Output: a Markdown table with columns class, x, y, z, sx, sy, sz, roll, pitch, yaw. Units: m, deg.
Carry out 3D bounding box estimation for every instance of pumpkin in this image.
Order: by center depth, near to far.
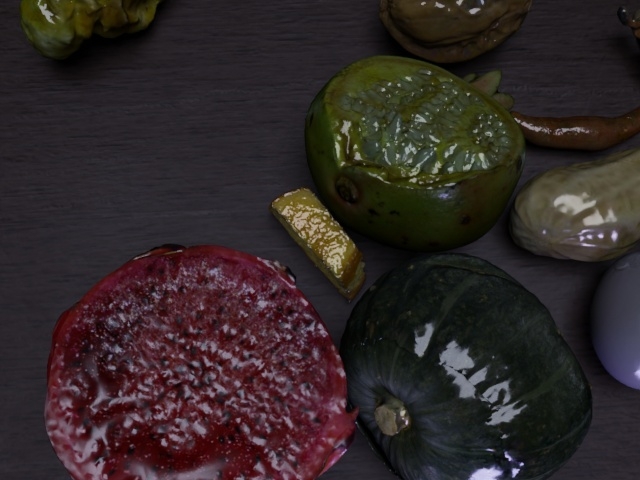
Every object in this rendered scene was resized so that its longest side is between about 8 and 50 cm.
| class | x | y | z | sx | sy | sz | roll | pitch | yaw |
| --- | --- | --- | --- | --- | --- | --- | --- | --- | --- |
| pumpkin | 0.175 | 0.182 | 0.985 | 0.257 | 0.292 | 0.328 | -26 | 66 | -36 |

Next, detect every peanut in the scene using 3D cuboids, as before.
| class | x | y | z | sx | sy | sz | roll | pitch | yaw |
| --- | --- | --- | --- | --- | --- | --- | --- | --- | --- |
| peanut | 0.434 | -0.054 | 1.105 | 0.312 | 0.152 | 0.152 | -15 | 79 | -8 |

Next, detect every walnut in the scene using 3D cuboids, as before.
| class | x | y | z | sx | sy | sz | roll | pitch | yaw |
| --- | --- | --- | --- | --- | --- | --- | --- | --- | --- |
| walnut | 0.207 | -0.371 | 1.142 | 0.244 | 0.198 | 0.198 | -17 | 79 | 2 |

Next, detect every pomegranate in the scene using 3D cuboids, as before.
| class | x | y | z | sx | sy | sz | roll | pitch | yaw |
| --- | --- | --- | --- | --- | --- | --- | --- | --- | --- |
| pomegranate | 0.145 | -0.119 | 1.083 | 0.309 | 0.216 | 0.358 | 34 | 43 | 26 |

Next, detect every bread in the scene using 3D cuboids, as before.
| class | x | y | z | sx | sy | sz | roll | pitch | yaw |
| --- | --- | --- | --- | --- | --- | --- | --- | --- | --- |
| bread | 0.000 | 0.000 | 1.100 | 0.065 | 0.103 | 0.187 | -37 | 77 | -11 |

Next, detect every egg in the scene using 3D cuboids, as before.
| class | x | y | z | sx | sy | sz | roll | pitch | yaw |
| --- | --- | --- | --- | --- | --- | --- | --- | --- | --- |
| egg | 0.460 | 0.112 | 1.072 | 0.146 | 0.146 | 0.199 | 12 | 71 | 0 |

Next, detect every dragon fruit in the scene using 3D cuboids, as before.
| class | x | y | z | sx | sy | sz | roll | pitch | yaw |
| --- | --- | --- | --- | --- | --- | --- | --- | --- | --- |
| dragon fruit | -0.156 | 0.208 | 0.984 | 0.386 | 0.249 | 0.371 | 22 | 62 | -1 |

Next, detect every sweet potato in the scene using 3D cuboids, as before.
| class | x | y | z | sx | sy | sz | roll | pitch | yaw |
| --- | --- | --- | --- | --- | --- | --- | --- | --- | --- |
| sweet potato | 0.414 | -0.173 | 1.178 | 0.255 | 0.058 | 0.078 | -6 | 58 | -8 |

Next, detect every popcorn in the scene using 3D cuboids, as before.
| class | x | y | z | sx | sy | sz | roll | pitch | yaw |
| --- | --- | --- | --- | --- | --- | --- | --- | --- | --- |
| popcorn | -0.339 | -0.419 | 1.142 | 0.225 | 0.174 | 0.286 | -3 | 79 | -10 |

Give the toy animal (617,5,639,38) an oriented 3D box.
| class | x | y | z | sx | sy | sz | roll | pitch | yaw |
| --- | --- | --- | --- | --- | --- | --- | --- | --- | --- |
| toy animal | 0.622 | -0.307 | 1.197 | 0.312 | 0.097 | 0.158 | -11 | 85 | -3 |
